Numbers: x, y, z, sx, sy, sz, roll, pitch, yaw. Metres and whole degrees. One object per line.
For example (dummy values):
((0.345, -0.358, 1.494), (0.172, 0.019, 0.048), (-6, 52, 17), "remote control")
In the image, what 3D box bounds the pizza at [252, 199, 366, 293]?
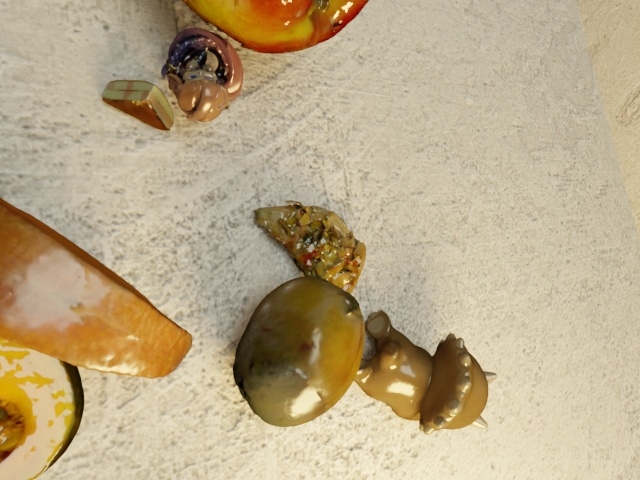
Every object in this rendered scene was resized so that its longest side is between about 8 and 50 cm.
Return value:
((0.000, 0.000, 0.849), (0.147, 0.069, 0.226), (-43, 104, -33), "pizza")

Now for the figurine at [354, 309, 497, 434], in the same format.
((0.192, 0.240, 0.857), (0.247, 0.173, 0.177), (49, 56, -16), "figurine")

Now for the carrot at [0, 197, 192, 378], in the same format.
((-0.279, 0.053, 0.526), (0.307, 0.258, 0.100), (38, 78, -18), "carrot")

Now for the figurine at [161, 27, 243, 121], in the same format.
((-0.179, -0.235, 0.749), (0.126, 0.114, 0.157), (1, 62, -20), "figurine")

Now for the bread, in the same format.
((-0.259, -0.206, 0.720), (0.109, 0.062, 0.043), (25, 64, -32), "bread")

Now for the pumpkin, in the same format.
((-0.386, 0.184, 0.480), (0.280, 0.139, 0.190), (-23, 96, -40), "pumpkin")

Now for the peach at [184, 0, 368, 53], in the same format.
((-0.109, -0.480, 0.710), (0.339, 0.353, 0.416), (-37, 85, -36), "peach")

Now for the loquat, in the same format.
((-0.029, 0.162, 0.721), (0.179, 0.179, 0.227), (41, 61, -20), "loquat")
